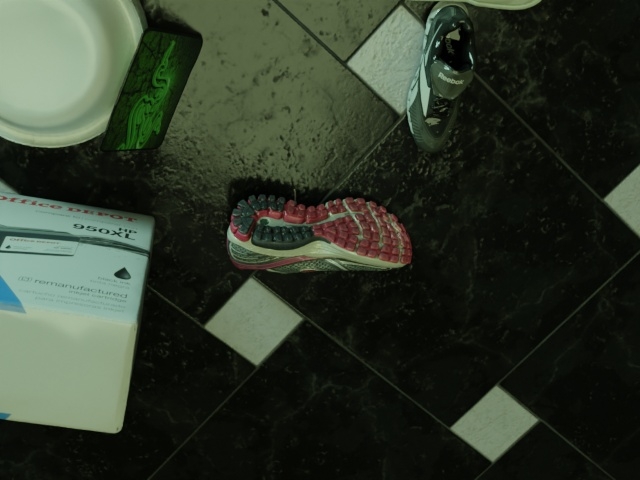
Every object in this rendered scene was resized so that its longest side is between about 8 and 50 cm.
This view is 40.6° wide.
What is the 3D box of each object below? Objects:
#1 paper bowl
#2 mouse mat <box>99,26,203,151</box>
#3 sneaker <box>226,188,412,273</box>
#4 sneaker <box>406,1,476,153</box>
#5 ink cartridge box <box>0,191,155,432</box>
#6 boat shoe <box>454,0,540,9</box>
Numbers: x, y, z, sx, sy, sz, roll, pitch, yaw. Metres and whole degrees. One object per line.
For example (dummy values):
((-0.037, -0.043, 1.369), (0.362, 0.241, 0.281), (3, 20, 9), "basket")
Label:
((-0.383, -0.267, 1.194), (0.284, 0.148, 0.284), (-2, 111, -6), "paper bowl")
((-0.240, -0.212, 1.242), (0.007, 0.153, 0.189), (33, 109, 17), "mouse mat")
((0.000, 0.000, 1.380), (0.299, 0.120, 0.112), (7, 140, -11), "sneaker")
((0.183, -0.237, 1.295), (0.078, 0.106, 0.234), (6, 112, -8), "sneaker")
((-0.390, 0.078, 1.202), (0.286, 0.395, 0.166), (10, 108, -11), "ink cartridge box")
((0.169, -0.414, 1.243), (0.320, 0.099, 0.116), (11, 151, -1), "boat shoe")
